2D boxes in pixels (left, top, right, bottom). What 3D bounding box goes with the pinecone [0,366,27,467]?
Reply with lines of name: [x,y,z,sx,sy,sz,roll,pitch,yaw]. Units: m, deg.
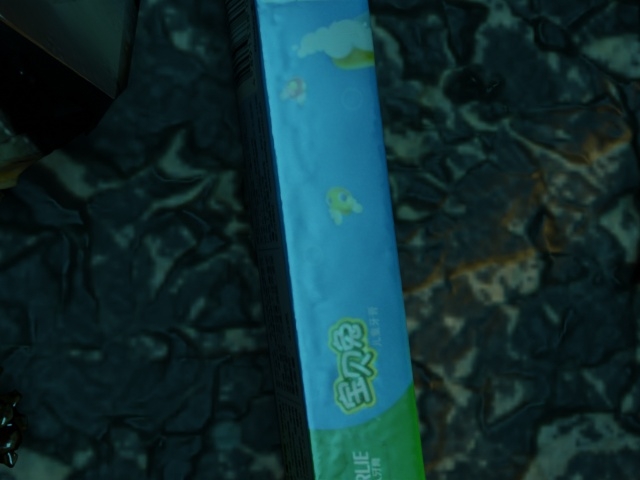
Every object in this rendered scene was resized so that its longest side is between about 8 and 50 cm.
pinecone: [-0.155,0.065,0.431,0.083,0.077,0.077,22,83,-23]

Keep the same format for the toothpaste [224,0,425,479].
toothpaste: [0.000,0.000,0.474,0.050,0.065,0.266,-7,89,-17]

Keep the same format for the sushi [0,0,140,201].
sushi: [-0.201,-0.122,0.410,0.273,0.134,0.109,38,112,-19]
